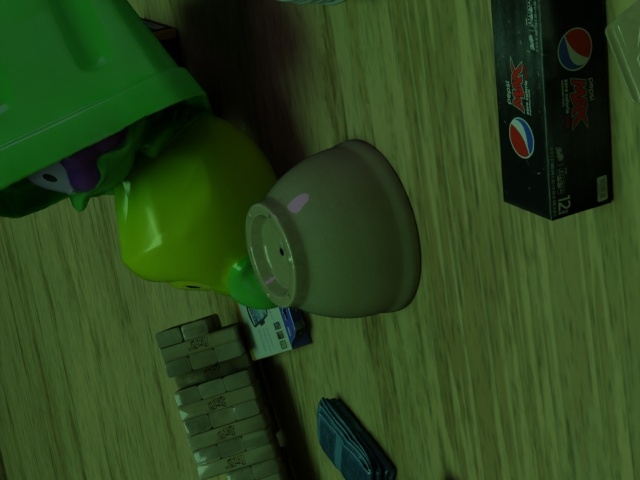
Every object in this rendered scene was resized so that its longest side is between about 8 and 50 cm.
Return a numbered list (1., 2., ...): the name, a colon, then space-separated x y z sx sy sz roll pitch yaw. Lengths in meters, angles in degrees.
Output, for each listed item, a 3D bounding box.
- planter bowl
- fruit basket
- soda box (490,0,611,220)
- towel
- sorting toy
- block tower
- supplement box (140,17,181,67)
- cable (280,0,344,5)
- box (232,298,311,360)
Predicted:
1. planter bowl: 0.000 0.000 1.280 0.162 0.109 0.162 44 142 48
2. fruit basket: -0.190 -0.065 1.404 0.392 0.283 0.392 155 90 -88
3. soda box: 0.154 -0.103 0.958 0.060 0.053 0.169 30 130 57
4. towel: 0.031 0.216 1.443 0.119 0.029 0.067 47 145 44
5. sorting toy: 0.210 -0.109 0.885 0.062 0.012 0.083 -40 66 58
6. block tower: -0.087 0.248 1.600 0.097 0.091 0.335 -15 -93 -83
7. supplement box: -0.208 -0.153 1.653 0.104 0.081 0.188 28 129 57
8. cable: -0.023 -0.314 1.152 0.257 0.089 0.257 -25 83 65
9. box: -0.051 0.081 1.536 0.136 0.028 0.081 -23 84 63
